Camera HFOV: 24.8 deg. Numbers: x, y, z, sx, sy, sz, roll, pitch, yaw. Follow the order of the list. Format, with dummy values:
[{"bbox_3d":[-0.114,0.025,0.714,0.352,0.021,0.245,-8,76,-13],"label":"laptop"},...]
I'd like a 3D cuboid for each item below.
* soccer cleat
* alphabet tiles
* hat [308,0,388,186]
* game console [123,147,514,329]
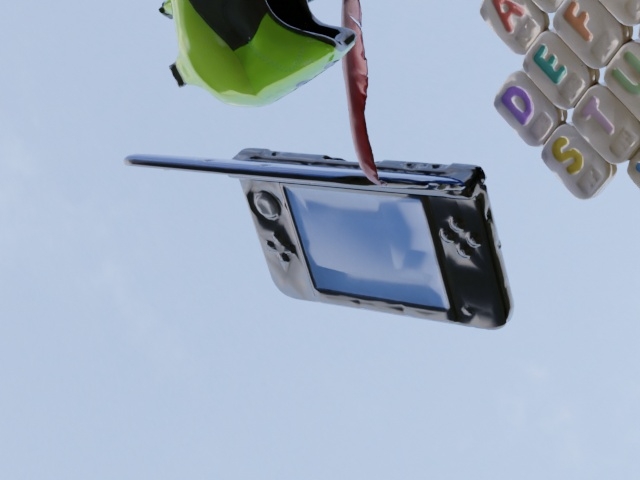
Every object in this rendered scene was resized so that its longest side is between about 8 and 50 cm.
[{"bbox_3d":[-0.038,-0.136,0.517,0.072,0.060,0.178,-18,-87,32],"label":"soccer cleat"},{"bbox_3d":[0.263,-0.164,1.287,0.021,0.284,0.278,-25,-111,-39],"label":"alphabet tiles"},{"bbox_3d":[-0.019,-0.184,0.992,0.173,0.208,0.183,8,-36,-3],"label":"hat"},{"bbox_3d":[0.000,0.000,1.364,0.173,0.293,0.250,-42,-54,-39],"label":"game console"}]
